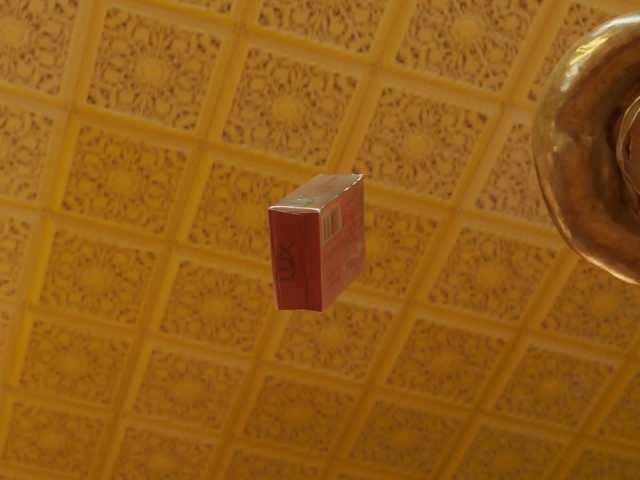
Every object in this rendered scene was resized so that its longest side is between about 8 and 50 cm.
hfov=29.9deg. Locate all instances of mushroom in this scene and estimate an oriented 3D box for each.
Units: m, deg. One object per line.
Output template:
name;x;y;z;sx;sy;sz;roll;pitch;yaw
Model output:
mushroom;0.205;-0.054;0.686;0.166;0.127;0.166;0;-89;6

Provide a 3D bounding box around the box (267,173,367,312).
box;0.000;0.000;1.240;0.060;0.156;0.111;3;-73;21
